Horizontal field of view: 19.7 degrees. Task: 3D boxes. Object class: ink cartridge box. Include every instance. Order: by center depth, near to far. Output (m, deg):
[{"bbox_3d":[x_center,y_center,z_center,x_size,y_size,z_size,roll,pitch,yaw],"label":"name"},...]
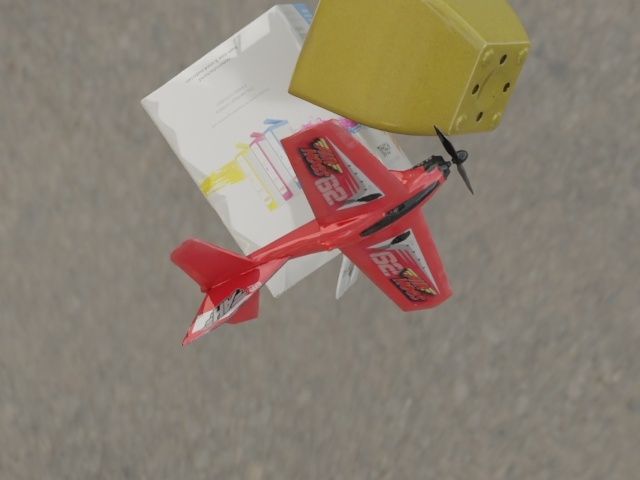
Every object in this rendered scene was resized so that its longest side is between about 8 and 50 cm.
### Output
[{"bbox_3d":[-0.011,-0.042,0.976,0.090,0.092,0.143,-34,91,12],"label":"ink cartridge box"}]

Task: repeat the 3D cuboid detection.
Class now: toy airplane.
[{"bbox_3d":[0.000,0.000,0.811,0.151,0.151,0.028,-19,49,-10],"label":"toy airplane"}]

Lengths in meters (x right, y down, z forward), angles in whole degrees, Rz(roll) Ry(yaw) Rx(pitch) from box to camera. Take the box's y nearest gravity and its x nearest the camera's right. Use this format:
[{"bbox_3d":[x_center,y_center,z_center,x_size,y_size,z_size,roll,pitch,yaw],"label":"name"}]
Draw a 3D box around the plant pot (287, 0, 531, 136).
[{"bbox_3d":[0.050,-0.089,0.878,0.083,0.081,0.082,33,113,27],"label":"plant pot"}]
